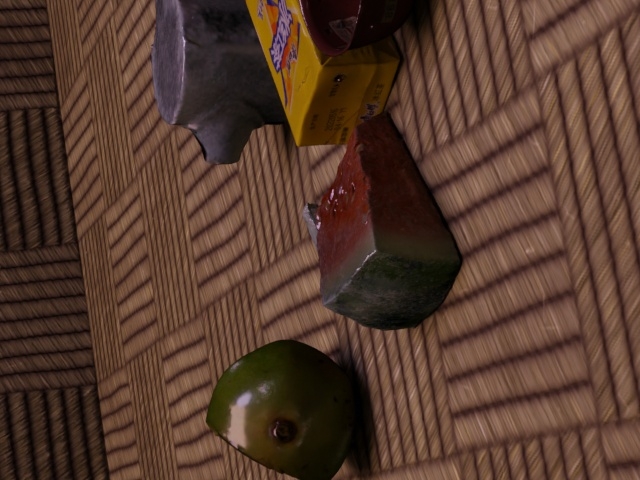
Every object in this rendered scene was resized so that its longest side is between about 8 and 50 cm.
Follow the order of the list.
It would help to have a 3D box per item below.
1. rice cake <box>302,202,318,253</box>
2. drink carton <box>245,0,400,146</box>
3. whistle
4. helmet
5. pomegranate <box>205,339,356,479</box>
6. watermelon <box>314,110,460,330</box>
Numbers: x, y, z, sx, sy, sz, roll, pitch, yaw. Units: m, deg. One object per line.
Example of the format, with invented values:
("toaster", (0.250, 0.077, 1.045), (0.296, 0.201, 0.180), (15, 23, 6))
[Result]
("rice cake", (0.000, 0.000, 2.135), (0.022, 0.021, 0.121), (-60, 38, 43))
("drink carton", (-0.015, -0.296, 1.971), (0.154, 0.111, 0.351), (109, 148, -51))
("whistle", (-0.145, -0.316, 2.245), (0.188, 0.168, 0.405), (121, 144, -57))
("helmet", (0.052, -0.296, 1.779), (0.155, 0.106, 0.175), (26, 122, 59))
("pomegranate", (-0.025, 0.222, 2.101), (0.190, 0.241, 0.159), (28, 88, 42))
("watermelon", (0.060, -0.029, 1.855), (0.193, 0.139, 0.257), (124, 145, -49))
